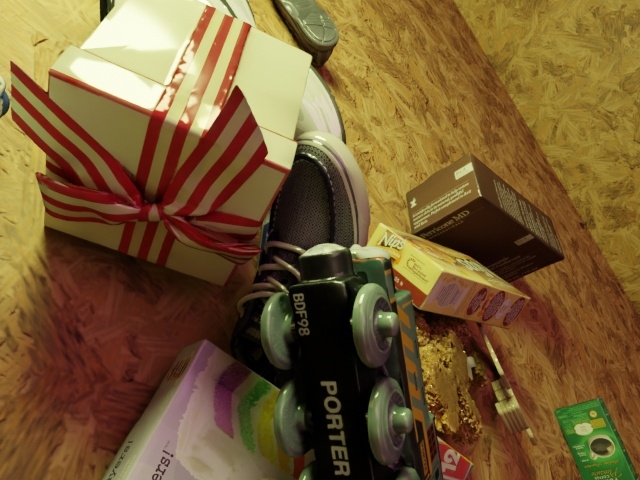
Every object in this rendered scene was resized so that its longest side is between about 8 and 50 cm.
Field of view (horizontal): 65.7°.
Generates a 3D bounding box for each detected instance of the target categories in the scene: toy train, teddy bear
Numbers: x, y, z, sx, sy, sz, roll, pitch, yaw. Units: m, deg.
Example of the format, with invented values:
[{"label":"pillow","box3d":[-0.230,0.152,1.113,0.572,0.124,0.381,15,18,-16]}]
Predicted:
[{"label":"toy train","box3d":[0.045,0.164,0.521,0.190,0.142,0.333,-11,92,-64]},{"label":"teddy bear","box3d":[0.206,0.235,0.888,0.245,0.113,0.338,59,29,-8]}]

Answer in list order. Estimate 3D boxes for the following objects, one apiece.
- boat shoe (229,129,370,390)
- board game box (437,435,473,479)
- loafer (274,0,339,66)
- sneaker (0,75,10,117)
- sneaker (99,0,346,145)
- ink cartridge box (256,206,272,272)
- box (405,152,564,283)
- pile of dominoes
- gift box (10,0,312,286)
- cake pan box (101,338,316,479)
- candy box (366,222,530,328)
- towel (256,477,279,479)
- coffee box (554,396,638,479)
[{"label":"boat shoe","box3d":[-0.032,0.048,0.609,0.158,0.127,0.340,-37,134,-48]},{"label":"board game box","box3d":[0.097,0.303,0.704,0.259,0.039,0.124,41,81,-17]},{"label":"loafer","box3d":[-0.057,-0.548,1.183,0.109,0.095,0.302,-20,73,-21]},{"label":"sneaker","box3d":[-0.361,-0.134,0.482,0.131,0.112,0.296,0,52,-55]},{"label":"sneaker","box3d":[-0.173,-0.237,0.751,0.258,0.169,0.447,-33,83,-38]},{"label":"ink cartridge box","box3d":[0.000,0.000,0.862,0.224,0.045,0.223,29,45,-32]},{"label":"box","box3d":[0.408,-0.035,1.216,0.382,0.191,0.143,27,46,-32]},{"label":"pile of dominoes","box3d":[0.347,0.269,0.990,0.195,0.040,0.251,61,13,-16]},{"label":"gift box","box3d":[-0.164,-0.123,0.558,0.255,0.276,0.258,17,49,-11]},{"label":"cake pan box","box3d":[-0.099,0.278,0.511,0.246,0.070,0.266,41,49,-18]},{"label":"candy box","box3d":[0.253,0.075,0.985,0.317,0.087,0.183,18,18,-40]},{"label":"towel","box3d":[-0.101,0.355,0.395,0.187,0.049,0.282,12,64,-38]},{"label":"coffee box","box3d":[0.648,0.478,1.173,0.040,0.113,0.184,9,56,-48]}]
